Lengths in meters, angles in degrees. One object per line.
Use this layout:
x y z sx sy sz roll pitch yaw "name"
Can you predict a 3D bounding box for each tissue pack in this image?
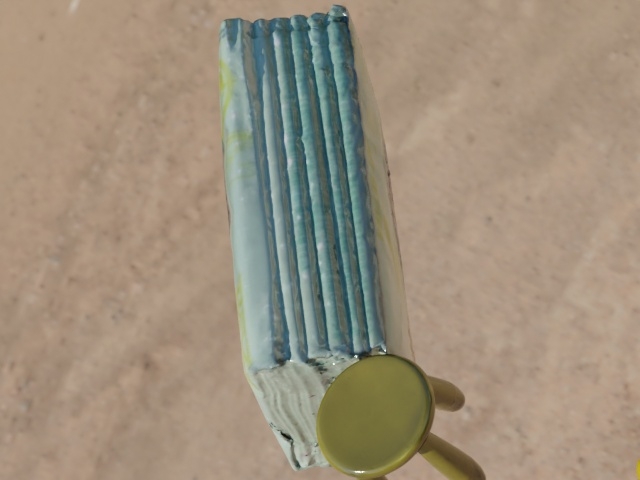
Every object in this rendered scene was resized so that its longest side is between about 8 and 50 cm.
0.000 0.000 1.556 0.162 0.287 0.388 -9 62 5 "tissue pack"

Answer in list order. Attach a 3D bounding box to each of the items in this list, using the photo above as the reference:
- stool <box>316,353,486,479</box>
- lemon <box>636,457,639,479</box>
0.069 0.168 1.330 0.134 0.110 0.135 20 73 38 "stool"
0.324 0.131 1.001 0.244 0.187 0.187 -8 61 17 "lemon"
